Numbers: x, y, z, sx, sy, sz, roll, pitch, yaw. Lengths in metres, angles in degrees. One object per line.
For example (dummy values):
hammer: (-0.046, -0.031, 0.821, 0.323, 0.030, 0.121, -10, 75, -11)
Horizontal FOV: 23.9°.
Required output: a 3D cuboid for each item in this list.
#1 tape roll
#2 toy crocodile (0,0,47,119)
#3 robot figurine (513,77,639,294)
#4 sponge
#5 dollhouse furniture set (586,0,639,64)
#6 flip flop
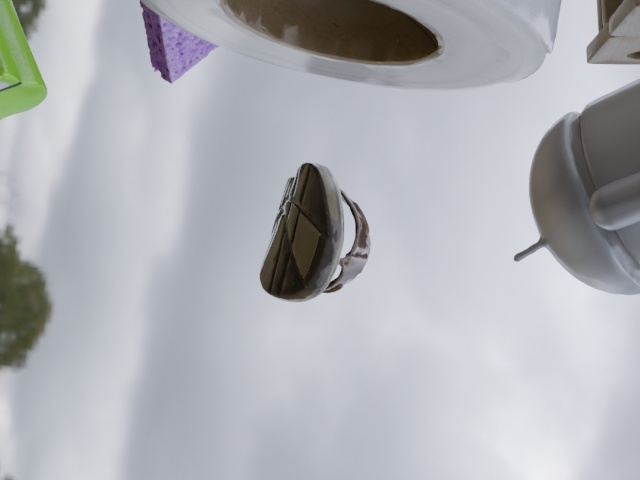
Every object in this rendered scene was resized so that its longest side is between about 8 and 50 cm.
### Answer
tape roll: (0.023, -0.201, 0.863, 0.246, 0.246, 0.169, 165, -61, -71)
toy crocodile: (-0.290, -0.027, 0.688, 0.115, 0.340, 0.105, 60, -12, 24)
robot figurine: (0.357, -0.070, 1.502, 0.353, 0.300, 0.199, -26, -93, 26)
sponge: (-0.113, -0.250, 1.360, 0.031, 0.117, 0.210, 37, -28, 28)
dollhouse furniture set: (0.260, -0.182, 0.911, 0.129, 0.184, 0.129, 113, -23, -81)
flip flop: (0.000, 0.000, 1.267, 0.277, 0.080, 0.112, -171, -78, -85)
